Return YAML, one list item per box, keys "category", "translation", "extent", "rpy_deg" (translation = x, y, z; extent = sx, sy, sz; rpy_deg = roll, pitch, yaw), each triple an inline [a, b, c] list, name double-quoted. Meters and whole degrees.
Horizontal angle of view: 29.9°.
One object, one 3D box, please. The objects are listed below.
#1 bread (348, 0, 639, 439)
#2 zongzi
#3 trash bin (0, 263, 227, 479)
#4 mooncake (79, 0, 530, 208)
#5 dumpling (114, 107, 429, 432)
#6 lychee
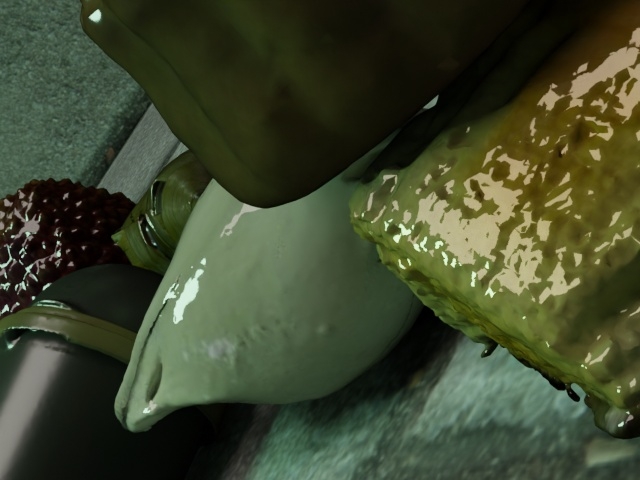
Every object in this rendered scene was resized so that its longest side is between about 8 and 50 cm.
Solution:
- category: "bread"
  translation: [0.130, -0.034, 0.597]
  extent: [0.204, 0.162, 0.262]
  rpy_deg: [-48, 9, -6]
- category: "zongzi"
  translation: [-0.051, -0.065, 1.104]
  extent: [0.260, 0.123, 0.289]
  rpy_deg: [-39, 0, -26]
- category: "trash bin"
  translation: [-0.205, 0.169, 1.015]
  extent: [0.214, 0.214, 0.334]
  rpy_deg: [-25, 36, 58]
- category: "mooncake"
  translation: [0.014, -0.183, 0.654]
  extent: [0.324, 0.187, 0.324]
  rpy_deg: [-44, 11, 11]
- category: "dumpling"
  translation: [-0.002, 0.003, 0.887]
  extent: [0.260, 0.181, 0.341]
  rpy_deg: [-57, -9, -68]
- category: "lychee"
  translation: [-0.261, 0.048, 1.325]
  extent: [0.271, 0.271, 0.271]
  rpy_deg: [-47, 18, 20]
